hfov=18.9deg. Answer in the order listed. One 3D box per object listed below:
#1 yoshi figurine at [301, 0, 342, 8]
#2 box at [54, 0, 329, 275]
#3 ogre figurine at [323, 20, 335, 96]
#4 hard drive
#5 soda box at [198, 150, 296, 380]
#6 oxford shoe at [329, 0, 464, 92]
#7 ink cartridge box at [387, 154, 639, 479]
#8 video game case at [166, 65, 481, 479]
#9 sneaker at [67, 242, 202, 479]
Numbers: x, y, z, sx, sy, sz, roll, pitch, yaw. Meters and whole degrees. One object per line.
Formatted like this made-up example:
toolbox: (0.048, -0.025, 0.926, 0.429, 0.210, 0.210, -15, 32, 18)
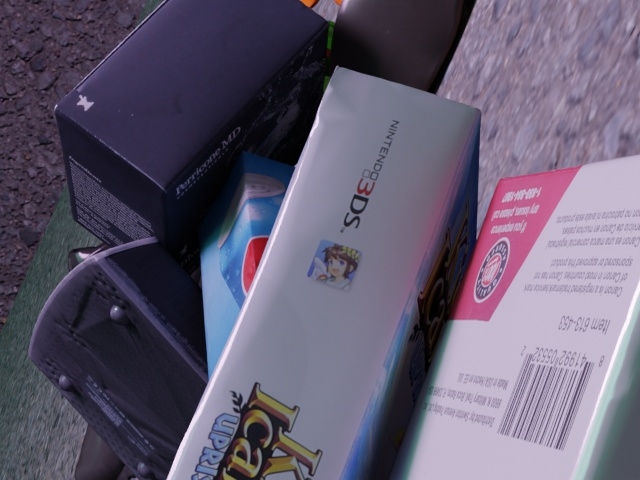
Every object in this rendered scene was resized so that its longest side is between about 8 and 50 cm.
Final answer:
yoshi figurine: (-0.011, -0.315, 1.408, 0.362, 0.203, 0.203, 42, 154, 48)
box: (-0.079, -0.074, 1.216, 0.156, 0.093, 0.158, -48, -15, -20)
ogre figurine: (-0.040, -0.129, 1.427, 0.197, 0.118, 0.097, -96, 26, -68)
hard drive: (-0.107, 0.090, 1.262, 0.054, 0.172, 0.255, -42, -1, -24)
soda box: (-0.023, 0.045, 1.108, 0.071, 0.067, 0.210, -59, 26, 34)
oxford shoe: (0.065, -0.162, 1.200, 0.076, 0.076, 0.212, 16, -88, -72)
ink cartridge box: (0.080, 0.103, 0.569, 0.172, 0.100, 0.237, 174, 117, -78)
video game case: (-0.001, 0.106, 0.739, 0.269, 0.061, 0.244, 81, -153, -65)
sneaker: (-0.159, 0.067, 1.582, 0.109, 0.130, 0.286, 176, 114, -74)
